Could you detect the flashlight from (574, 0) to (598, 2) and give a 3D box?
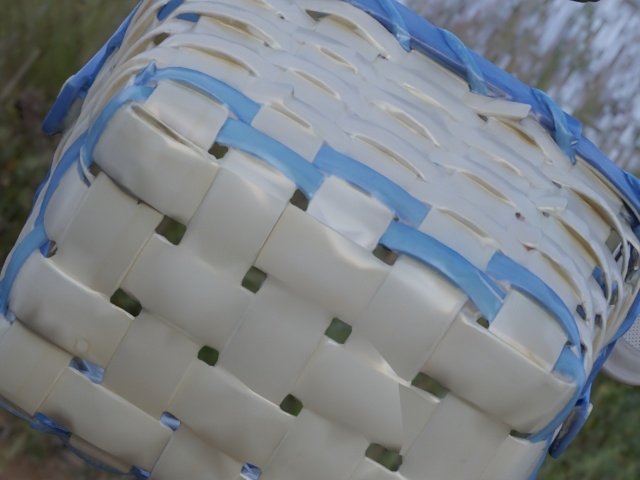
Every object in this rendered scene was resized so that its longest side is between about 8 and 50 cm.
[{"bbox_3d":[0.092,-0.273,1.431,0.304,0.103,0.103,13,-22,-11],"label":"flashlight"}]

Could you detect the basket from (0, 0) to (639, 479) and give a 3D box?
[{"bbox_3d":[0.000,0.000,0.705,0.255,0.201,0.289,33,26,1],"label":"basket"}]

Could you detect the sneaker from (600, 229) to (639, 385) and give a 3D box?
[{"bbox_3d":[0.342,-0.020,1.362,0.137,0.366,0.210,54,11,12],"label":"sneaker"}]
